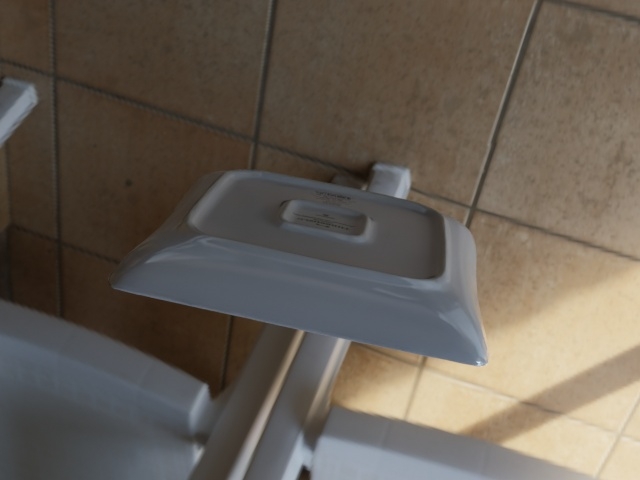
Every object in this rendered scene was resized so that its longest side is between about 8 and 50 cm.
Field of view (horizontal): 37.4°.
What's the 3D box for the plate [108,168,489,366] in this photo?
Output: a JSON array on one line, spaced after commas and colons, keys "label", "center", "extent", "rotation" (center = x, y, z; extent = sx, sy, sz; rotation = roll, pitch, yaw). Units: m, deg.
[{"label": "plate", "center": [0.000, 0.000, 0.777], "extent": [0.277, 0.278, 0.045], "rotation": [11, 109, 3]}]
